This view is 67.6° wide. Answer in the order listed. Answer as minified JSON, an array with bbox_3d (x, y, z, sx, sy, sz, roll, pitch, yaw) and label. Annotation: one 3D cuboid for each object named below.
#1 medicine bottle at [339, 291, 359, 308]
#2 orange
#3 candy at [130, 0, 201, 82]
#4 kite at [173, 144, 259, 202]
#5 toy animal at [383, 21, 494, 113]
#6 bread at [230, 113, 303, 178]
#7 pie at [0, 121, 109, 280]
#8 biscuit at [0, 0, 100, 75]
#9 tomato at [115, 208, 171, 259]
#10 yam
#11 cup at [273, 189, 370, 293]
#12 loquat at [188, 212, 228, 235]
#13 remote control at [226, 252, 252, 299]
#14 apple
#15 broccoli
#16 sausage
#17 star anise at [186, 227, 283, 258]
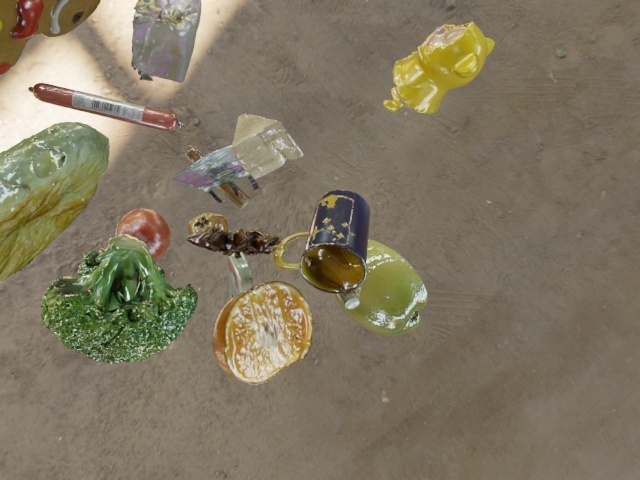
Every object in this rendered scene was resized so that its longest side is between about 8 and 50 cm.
[{"bbox_3d":[0.078,0.156,1.400,0.047,0.083,0.047,-13,133,-14],"label":"medicine bottle"},{"bbox_3d":[-0.155,0.252,1.346,0.310,0.274,0.274,-23,99,-17],"label":"orange"},{"bbox_3d":[-0.373,-0.500,1.156,0.137,0.195,0.184,15,59,-14],"label":"candy"},{"bbox_3d":[-0.241,-0.162,1.251,0.204,0.360,0.022,-27,80,0],"label":"kite"},{"bbox_3d":[0.231,-0.340,0.974,0.156,0.230,0.156,16,65,-37],"label":"toy animal"},{"bbox_3d":[-0.093,-0.188,0.844,0.105,0.152,0.077,-26,126,17],"label":"bread"},{"bbox_3d":[-0.391,-0.043,0.628,0.071,0.306,0.306,42,95,-8],"label":"pie"},{"bbox_3d":[-0.472,-0.327,0.687,0.064,0.432,0.283,46,128,-5],"label":"biscuit"},{"bbox_3d":[-0.706,-0.016,1.901,0.208,0.184,0.208,-2,125,-3],"label":"tomato"},{"bbox_3d":[-0.313,-0.193,1.466,0.241,0.057,0.057,42,94,-5],"label":"yam"},{"bbox_3d":[0.008,-0.015,1.312,0.255,0.256,0.178,11,132,0],"label":"cup"},{"bbox_3d":[-0.359,-0.037,1.533,0.137,0.137,0.112,-17,76,0],"label":"loquat"},{"bbox_3d":[-0.268,0.175,1.609,0.050,0.145,0.344,-16,143,-21],"label":"remote control"},{"bbox_3d":[0.226,0.193,1.819,0.360,0.320,0.311,37,93,23],"label":"apple"},{"bbox_3d":[-0.494,0.154,1.196,0.310,0.413,0.321,-43,95,13],"label":"broccoli"},{"bbox_3d":[-0.316,-0.197,0.710,0.223,0.029,0.029,12,97,-9],"label":"sausage"},{"bbox_3d":[-0.241,0.008,1.355,0.288,0.288,0.088,4,86,-3],"label":"star anise"}]
